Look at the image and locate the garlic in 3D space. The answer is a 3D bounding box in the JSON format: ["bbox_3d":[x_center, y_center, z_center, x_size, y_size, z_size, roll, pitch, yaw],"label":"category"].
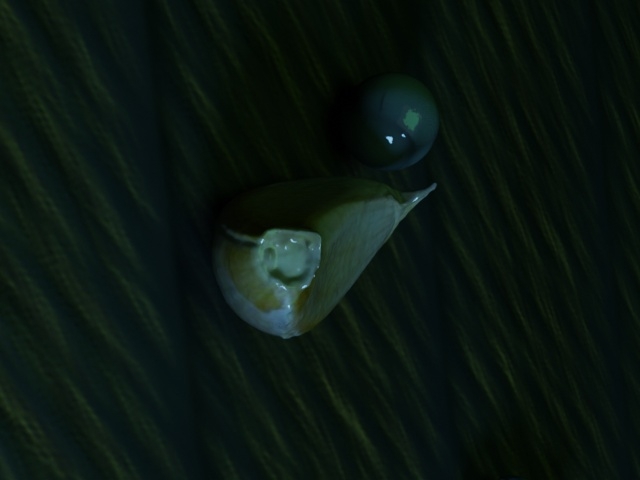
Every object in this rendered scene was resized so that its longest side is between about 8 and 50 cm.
[{"bbox_3d":[-0.007,0.003,1.390,0.245,0.164,0.145,-30,94,-51],"label":"garlic"}]

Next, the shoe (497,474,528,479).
[{"bbox_3d":[0.231,0.329,1.709,0.207,0.091,0.106,12,85,-45],"label":"shoe"}]

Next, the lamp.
[{"bbox_3d":[0.072,-0.125,1.530,0.105,0.105,0.105,2,88,-49],"label":"lamp"}]
